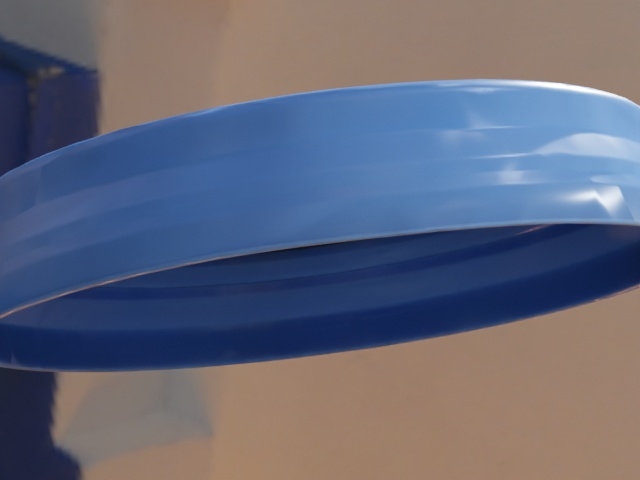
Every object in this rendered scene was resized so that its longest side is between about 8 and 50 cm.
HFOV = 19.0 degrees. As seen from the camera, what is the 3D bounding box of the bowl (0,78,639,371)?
[{"bbox_3d":[0.000,0.000,1.012,0.391,0.391,0.077,-17,-104,40],"label":"bowl"}]
